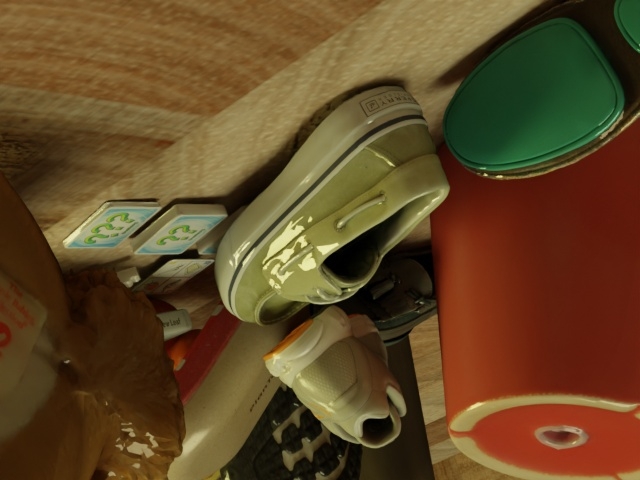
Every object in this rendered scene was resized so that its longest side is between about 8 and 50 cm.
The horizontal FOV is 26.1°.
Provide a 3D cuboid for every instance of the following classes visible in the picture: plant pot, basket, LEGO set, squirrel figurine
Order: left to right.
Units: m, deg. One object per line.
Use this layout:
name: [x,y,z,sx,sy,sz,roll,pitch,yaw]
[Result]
squirrel figurine: [-0.305,0.112,0.864,0.370,0.281,0.397,-22,163,31]
LEGO set: [-0.160,0.041,1.165,0.182,0.060,0.244,1,155,-42]
basket: [0.054,0.239,1.757,0.204,0.227,0.154,-19,164,-3]
plant pot: [0.210,0.057,1.141,0.275,0.243,0.275,7,152,4]

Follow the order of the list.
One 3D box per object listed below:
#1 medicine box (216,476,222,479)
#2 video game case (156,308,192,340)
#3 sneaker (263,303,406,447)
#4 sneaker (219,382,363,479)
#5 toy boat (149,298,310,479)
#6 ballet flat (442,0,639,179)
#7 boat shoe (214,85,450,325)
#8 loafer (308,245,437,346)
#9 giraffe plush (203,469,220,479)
medicine box: [-0.252,0.494,2.378,0.263,0.149,0.289,-8,160,-35]
video game case: [-0.244,0.110,1.180,0.212,0.023,0.193,-23,173,26]
sneaker: [0.028,0.136,1.246,0.099,0.121,0.262,-39,168,6]
sneaker: [-0.051,0.210,1.525,0.182,0.158,0.410,-18,-175,18]
toy boat: [-0.120,0.108,1.290,0.231,0.151,0.151,-57,164,-21]
ballet flat: [0.221,-0.135,0.955,0.106,0.108,0.316,-13,166,-46]
boat shoe: [0.000,0.000,1.085,0.109,0.094,0.302,-12,156,-31]
loafer: [0.098,0.039,1.437,0.267,0.096,0.084,-14,145,-43]
giraffe plush: [-0.223,0.417,2.115,0.181,0.170,0.210,-25,163,18]
